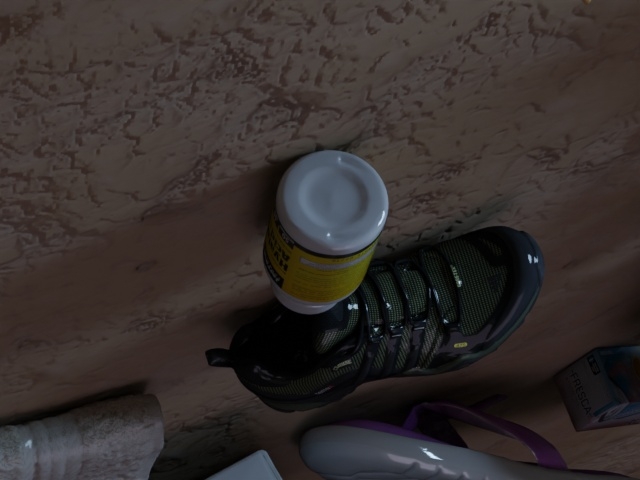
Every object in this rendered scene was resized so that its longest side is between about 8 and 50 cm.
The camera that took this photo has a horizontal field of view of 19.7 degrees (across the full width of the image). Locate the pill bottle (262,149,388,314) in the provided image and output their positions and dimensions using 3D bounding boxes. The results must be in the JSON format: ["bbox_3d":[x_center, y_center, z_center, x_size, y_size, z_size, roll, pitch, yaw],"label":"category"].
[{"bbox_3d":[0.000,0.000,1.081,0.065,0.065,0.116,-16,158,-15],"label":"pill bottle"}]

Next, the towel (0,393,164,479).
[{"bbox_3d":[-0.228,0.199,1.371,0.187,0.049,0.282,-14,158,-22],"label":"towel"}]

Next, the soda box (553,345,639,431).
[{"bbox_3d":[0.305,0.135,1.725,0.183,0.058,0.063,-2,151,-44],"label":"soda box"}]

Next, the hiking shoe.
[{"bbox_3d":[0.040,0.053,1.223,0.227,0.086,0.114,-26,162,14],"label":"hiking shoe"}]

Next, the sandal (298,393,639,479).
[{"bbox_3d":[0.150,0.192,1.655,0.416,0.102,0.169,18,157,-36],"label":"sandal"}]

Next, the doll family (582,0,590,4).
[{"bbox_3d":[0.132,-0.177,0.702,0.163,0.118,0.263,-5,154,-36],"label":"doll family"}]

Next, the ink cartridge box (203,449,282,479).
[{"bbox_3d":[-0.079,0.313,1.512,0.198,0.197,0.270,-28,168,-4],"label":"ink cartridge box"}]
